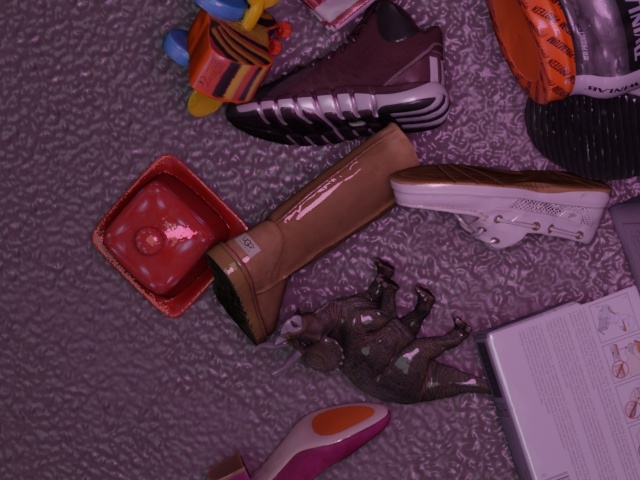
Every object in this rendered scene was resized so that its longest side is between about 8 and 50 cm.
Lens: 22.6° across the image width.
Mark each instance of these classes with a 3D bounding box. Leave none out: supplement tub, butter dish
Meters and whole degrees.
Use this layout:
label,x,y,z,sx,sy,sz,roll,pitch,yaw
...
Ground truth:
label,x,y,z,sx,sy,sz,roll,pitch,yaw
supplement tub,0.368,-0.285,1.771,0.338,0.207,0.207,-23,89,-7
butter dish,-0.197,-0.003,1.974,0.160,0.118,0.160,44,100,5

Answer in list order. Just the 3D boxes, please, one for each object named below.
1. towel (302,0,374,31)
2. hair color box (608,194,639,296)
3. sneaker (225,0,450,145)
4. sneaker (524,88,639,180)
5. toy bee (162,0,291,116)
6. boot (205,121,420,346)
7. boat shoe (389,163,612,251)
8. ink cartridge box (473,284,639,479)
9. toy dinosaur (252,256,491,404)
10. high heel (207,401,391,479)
label,x,y,z,sx,sy,sz,roll,pitch,yaw
towel,0.004,-0.442,1.929,0.237,0.037,0.329,-39,82,2
hair color box,0.426,0.027,1.733,0.113,0.374,0.185,-20,90,0
sneaker,0.026,-0.209,1.948,0.281,0.106,0.162,-2,70,19
sneaker,0.405,-0.140,1.872,0.330,0.146,0.122,6,107,33
toy bee,-0.096,-0.255,1.911,0.162,0.298,0.195,17,139,-27
boot,0.000,0.000,1.934,0.269,0.236,0.089,-36,72,-13
boat shoe,0.209,-0.032,1.874,0.277,0.098,0.096,4,107,-18
ink cartridge box,0.339,0.204,1.928,0.239,0.060,0.275,-18,90,-14
toy dinosaur,0.079,0.128,1.949,0.313,0.121,0.160,30,103,-25
high heel,-0.012,0.290,1.995,0.244,0.082,0.117,-26,118,-2
